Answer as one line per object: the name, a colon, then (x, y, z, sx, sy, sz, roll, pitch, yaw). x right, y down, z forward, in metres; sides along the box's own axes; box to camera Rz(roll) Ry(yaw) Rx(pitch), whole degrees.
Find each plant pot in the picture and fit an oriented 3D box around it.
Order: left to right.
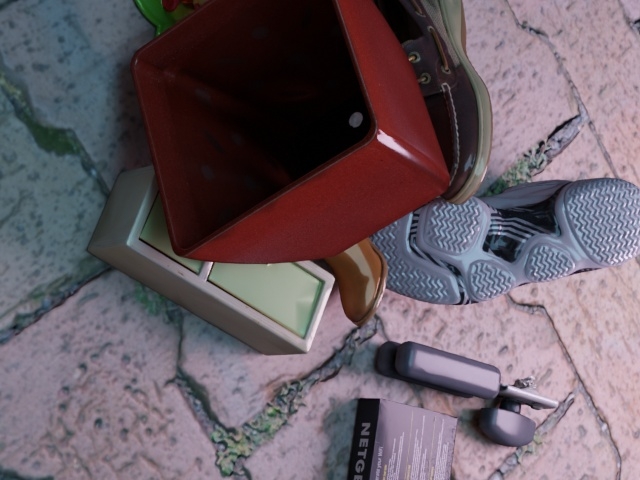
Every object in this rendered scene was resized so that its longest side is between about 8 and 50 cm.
plant pot: (-0.011, -0.121, 1.707, 0.236, 0.267, 0.267, 24, 42, -50)

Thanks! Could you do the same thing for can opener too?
can opener: (0.193, 0.194, 2.005, 0.280, 0.074, 0.093, 24, 71, -34)

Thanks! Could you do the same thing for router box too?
router box: (0.098, 0.293, 1.938, 0.133, 0.046, 0.178, 18, 74, -35)

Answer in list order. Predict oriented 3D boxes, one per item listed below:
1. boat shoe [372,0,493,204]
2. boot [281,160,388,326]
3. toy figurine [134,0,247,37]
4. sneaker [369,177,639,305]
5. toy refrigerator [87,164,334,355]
boat shoe: (0.120, -0.200, 1.933, 0.123, 0.123, 0.342, 8, 60, -26)
boot: (0.000, 0.000, 1.879, 0.152, 0.073, 0.197, 13, 65, -38)
toy figurine: (-0.119, -0.286, 1.758, 0.130, 0.159, 0.173, -2, 87, -38)
sneaker: (0.230, 0.000, 2.025, 0.366, 0.210, 0.137, -10, 91, -4)
toy refrigerator: (-0.117, 0.027, 1.767, 0.269, 0.094, 0.102, 34, 66, -30)
